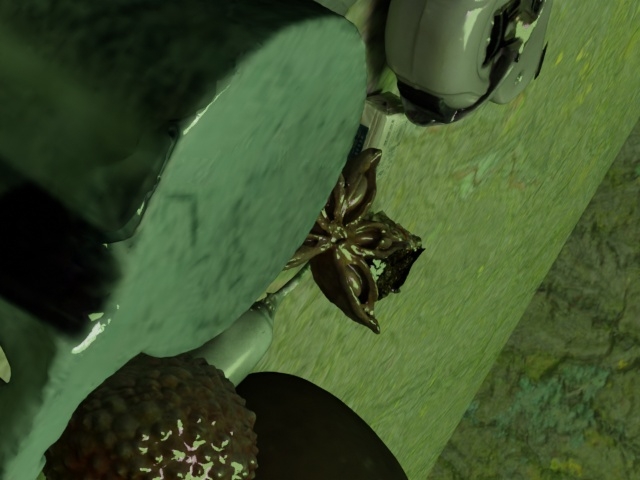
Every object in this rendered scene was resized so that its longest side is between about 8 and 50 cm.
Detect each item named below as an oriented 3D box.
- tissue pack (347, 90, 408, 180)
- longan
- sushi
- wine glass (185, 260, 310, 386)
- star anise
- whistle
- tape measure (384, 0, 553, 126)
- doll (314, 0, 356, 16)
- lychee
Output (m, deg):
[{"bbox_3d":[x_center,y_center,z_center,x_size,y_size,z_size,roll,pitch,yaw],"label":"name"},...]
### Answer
[{"bbox_3d":[0.052,-0.098,0.977,0.062,0.042,0.083,-27,144,-53],"label":"tissue pack"},{"bbox_3d":[-0.053,0.269,0.954,0.300,0.300,0.243,-49,137,-23],"label":"longan"},{"bbox_3d":[0.056,0.010,1.084,0.078,0.091,0.150,-58,162,11],"label":"sushi"},{"bbox_3d":[-0.064,0.075,0.932,0.262,0.074,0.074,-46,157,-27],"label":"wine glass"},{"bbox_3d":[0.001,-0.017,0.892,0.208,0.063,0.171,20,77,-41],"label":"star anise"},{"bbox_3d":[-0.137,-0.006,0.479,0.404,0.168,0.188,-53,160,-15],"label":"whistle"},{"bbox_3d":[0.138,-0.210,0.912,0.197,0.120,0.236,-40,150,-36],"label":"tape measure"},{"bbox_3d":[-0.003,-0.209,0.645,0.094,0.079,0.180,-43,144,-36],"label":"doll"},{"bbox_3d":[-0.123,0.165,0.773,0.197,0.165,0.165,37,85,-36],"label":"lychee"}]
